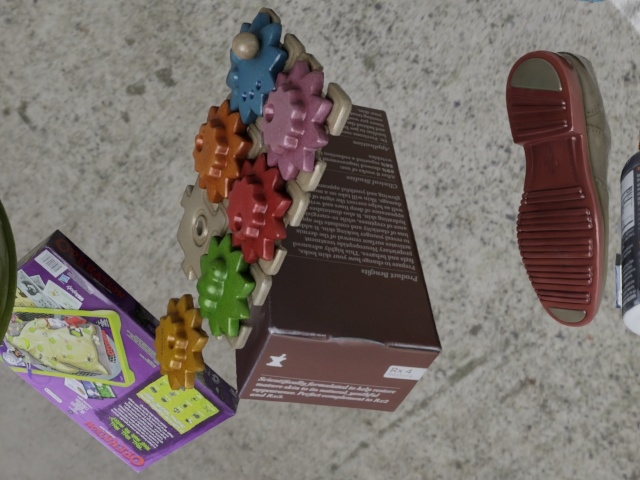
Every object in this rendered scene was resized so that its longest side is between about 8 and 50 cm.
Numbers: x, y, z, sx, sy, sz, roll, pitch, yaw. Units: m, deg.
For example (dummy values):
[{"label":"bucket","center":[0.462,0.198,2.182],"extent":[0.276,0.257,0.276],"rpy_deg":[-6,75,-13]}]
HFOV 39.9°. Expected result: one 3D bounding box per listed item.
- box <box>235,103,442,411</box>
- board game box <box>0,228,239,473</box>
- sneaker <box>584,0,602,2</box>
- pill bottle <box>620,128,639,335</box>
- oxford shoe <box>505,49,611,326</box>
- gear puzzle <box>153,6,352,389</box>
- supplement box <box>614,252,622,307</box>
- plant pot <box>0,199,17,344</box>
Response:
[{"label":"box","center":[0.000,0.000,1.038],"extent":[0.191,0.381,0.143],"rpy_deg":[9,135,-18]},{"label":"board game box","center":[-0.301,0.163,1.205],"extent":[0.208,0.056,0.347],"rpy_deg":[-35,112,21]},{"label":"sneaker","center":[0.428,-0.404,1.234],"extent":[0.262,0.125,0.104],"rpy_deg":[7,90,36]},{"label":"pill bottle","center":[0.397,-0.022,0.966],"extent":[0.130,0.245,0.130],"rpy_deg":[7,155,3]},{"label":"oxford shoe","center":[0.327,-0.067,1.109],"extent":[0.123,0.130,0.348],"rpy_deg":[6,105,49]},{"label":"gear puzzle","center":[-0.089,-0.015,0.728],"extent":[0.044,0.175,0.339],"rpy_deg":[3,126,-34]},{"label":"supplement box","center":[0.548,0.069,1.505],"extent":[0.083,0.056,0.083],"rpy_deg":[0,111,21]},{"label":"plant pot","center":[-0.448,0.022,0.695],"extent":[0.366,0.366,0.353],"rpy_deg":[41,168,-8]}]
